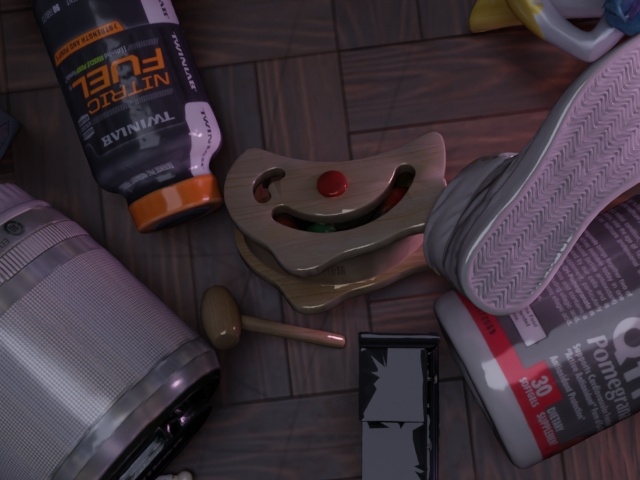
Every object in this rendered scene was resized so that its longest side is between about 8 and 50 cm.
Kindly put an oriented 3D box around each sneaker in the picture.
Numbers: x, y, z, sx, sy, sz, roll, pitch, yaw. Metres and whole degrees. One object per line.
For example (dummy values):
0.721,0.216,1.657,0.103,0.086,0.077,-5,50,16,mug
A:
0.198,-0.075,1.250,0.108,0.169,0.292,44,88,-16,sneaker

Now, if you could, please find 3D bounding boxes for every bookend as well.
0.072,0.162,1.324,0.072,0.157,0.156,0,84,4,bookend

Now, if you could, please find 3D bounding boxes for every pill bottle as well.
-0.173,-0.133,1.384,0.130,0.130,0.245,-22,84,2,pill bottle
0.277,0.060,1.310,0.318,0.176,0.176,-27,83,1,pill bottle

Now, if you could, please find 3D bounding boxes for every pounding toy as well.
0.000,0.000,1.390,0.269,0.155,0.154,-21,55,-7,pounding toy

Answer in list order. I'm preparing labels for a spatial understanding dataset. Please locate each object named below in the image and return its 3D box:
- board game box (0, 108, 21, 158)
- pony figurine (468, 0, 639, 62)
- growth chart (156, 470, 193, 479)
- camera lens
-0.455,-0.189,1.315,0.319,0.318,0.066,32,87,6,board game box
0.351,-0.269,1.312,0.363,0.303,0.351,28,91,24,pony figurine
-0.160,0.337,1.393,0.172,0.021,0.237,-14,84,1,growth chart
-0.245,0.110,1.318,0.274,0.219,0.219,42,89,7,camera lens
